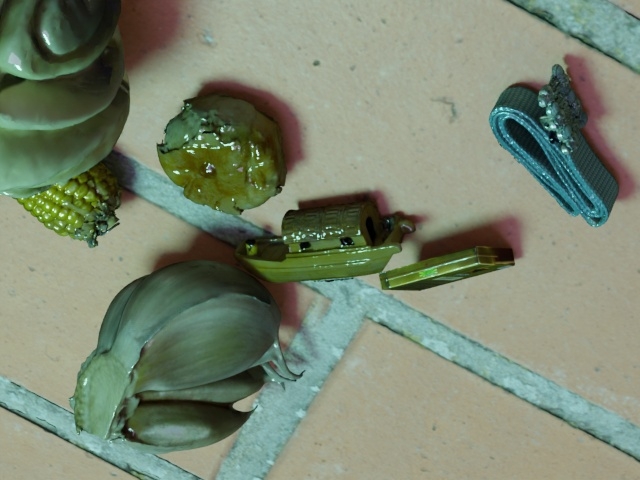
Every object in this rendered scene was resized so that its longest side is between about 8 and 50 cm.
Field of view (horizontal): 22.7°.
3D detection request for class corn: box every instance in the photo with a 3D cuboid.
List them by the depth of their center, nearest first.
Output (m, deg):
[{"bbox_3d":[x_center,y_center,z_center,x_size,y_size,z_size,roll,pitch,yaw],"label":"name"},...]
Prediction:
[{"bbox_3d":[-0.363,-0.114,1.875,0.318,0.115,0.115,39,132,-12],"label":"corn"}]

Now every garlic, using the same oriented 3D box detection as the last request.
[{"bbox_3d":[-0.158,0.142,1.935,0.210,0.292,0.237,-5,101,59],"label":"garlic"}]

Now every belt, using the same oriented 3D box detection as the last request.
[{"bbox_3d":[0.260,-0.094,1.676,0.179,0.065,0.100,45,139,-20],"label":"belt"}]

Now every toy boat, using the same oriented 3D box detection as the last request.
[{"bbox_3d":[0.000,0.000,1.859,0.226,0.068,0.088,-5,122,29],"label":"toy boat"}]

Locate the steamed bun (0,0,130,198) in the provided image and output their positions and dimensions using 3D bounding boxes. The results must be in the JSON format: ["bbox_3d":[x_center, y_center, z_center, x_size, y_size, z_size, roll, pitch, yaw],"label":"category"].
[{"bbox_3d":[-0.315,-0.218,1.612,0.237,0.346,0.394,-17,139,26],"label":"steamed bun"}]

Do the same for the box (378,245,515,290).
[{"bbox_3d":[0.144,0.033,1.815,0.133,0.090,0.023,-17,81,33],"label":"box"}]

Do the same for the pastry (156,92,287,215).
[{"bbox_3d":[-0.109,-0.096,1.807,0.153,0.081,0.153,6,137,6],"label":"pastry"}]
